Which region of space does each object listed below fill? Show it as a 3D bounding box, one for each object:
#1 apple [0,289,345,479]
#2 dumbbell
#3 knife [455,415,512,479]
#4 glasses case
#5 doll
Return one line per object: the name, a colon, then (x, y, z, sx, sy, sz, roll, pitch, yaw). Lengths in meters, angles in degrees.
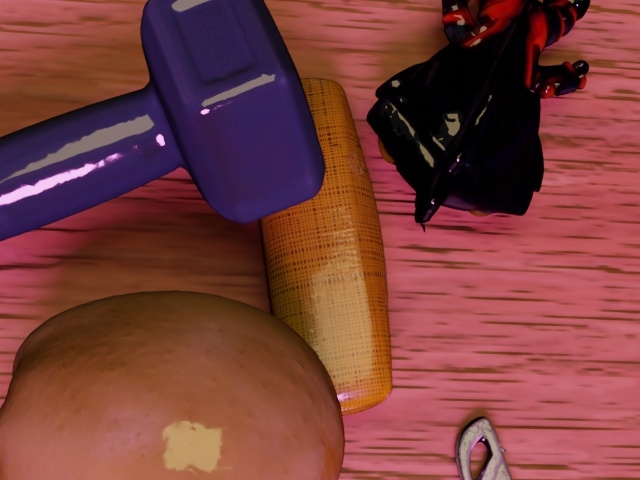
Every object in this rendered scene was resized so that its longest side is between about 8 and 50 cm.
apple: (-0.084, 0.120, 0.626, 0.200, 0.200, 0.200, 3, 68, -8)
dumbbell: (-0.164, -0.039, 0.665, 0.325, 0.160, 0.144, -23, 98, -6)
knife: (0.133, 0.250, 0.694, 0.043, 0.020, 0.293, -11, 70, -11)
glasses case: (0.000, 0.000, 0.746, 0.079, 0.064, 0.234, -7, 69, -5)
doll: (0.116, -0.103, 0.802, 0.127, 0.088, 0.249, 12, 56, 18)
